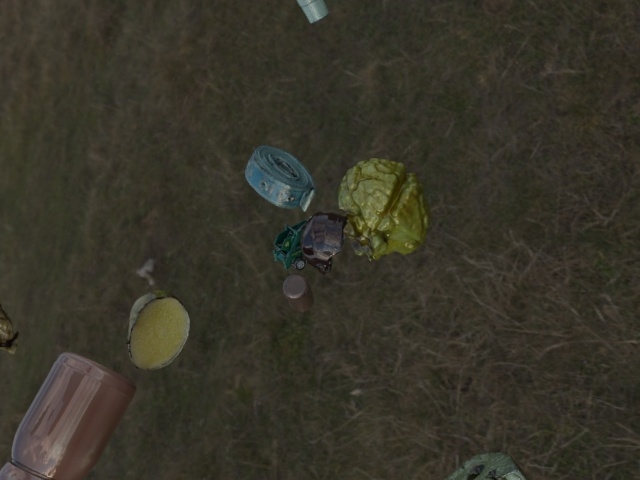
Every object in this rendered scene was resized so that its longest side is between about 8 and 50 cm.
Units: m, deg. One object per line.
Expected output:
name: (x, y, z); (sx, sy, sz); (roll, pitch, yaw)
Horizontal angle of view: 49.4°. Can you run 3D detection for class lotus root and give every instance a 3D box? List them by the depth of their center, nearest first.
lotus root: (0.317, 0.508, 1.351); (0.235, 0.119, 0.138); (-39, 9, 23)

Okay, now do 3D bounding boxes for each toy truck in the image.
toy truck: (-0.040, -0.007, 2.073); (0.110, 0.216, 0.116); (34, 147, 55)

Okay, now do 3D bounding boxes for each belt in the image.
belt: (-0.099, -0.146, 1.622); (0.163, 0.148, 0.082); (-108, 37, -49)

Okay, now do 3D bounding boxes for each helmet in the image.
helmet: (0.000, 0.000, 1.216); (0.123, 0.070, 0.098); (118, 172, -48)

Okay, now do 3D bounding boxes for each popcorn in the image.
popcorn: (0.157, -0.078, 1.761); (0.224, 0.270, 0.257); (0, 92, 47)

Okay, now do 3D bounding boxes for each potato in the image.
potato: (-0.404, 0.209, 1.666); (0.081, 0.164, 0.200); (27, 115, 46)

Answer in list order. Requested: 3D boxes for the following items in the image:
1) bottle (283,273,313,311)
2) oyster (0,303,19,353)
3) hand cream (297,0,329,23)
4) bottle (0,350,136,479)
bottle: (-0.043, 0.106, 1.388); (0.140, 0.053, 0.053); (77, -163, -73)
oyster: (-0.551, 0.131, 1.097); (0.294, 0.166, 0.094); (84, -172, -58)
hand cream: (-0.073, -0.627, 1.480); (0.058, 0.331, 0.085); (-23, 25, 11)
bottle: (-0.504, 0.391, 1.387); (0.206, 0.173, 0.296); (86, -154, -67)
